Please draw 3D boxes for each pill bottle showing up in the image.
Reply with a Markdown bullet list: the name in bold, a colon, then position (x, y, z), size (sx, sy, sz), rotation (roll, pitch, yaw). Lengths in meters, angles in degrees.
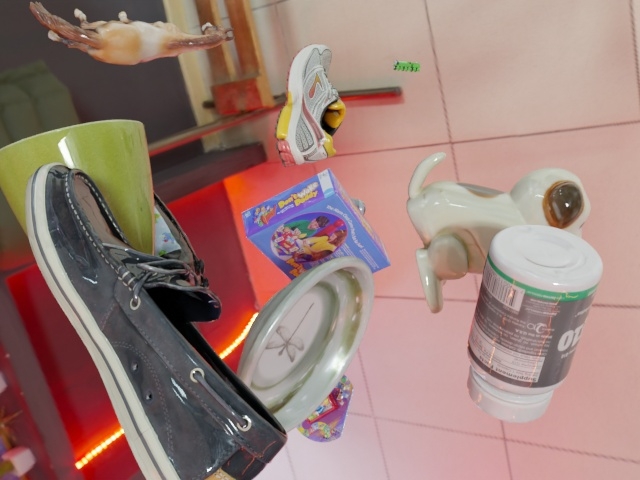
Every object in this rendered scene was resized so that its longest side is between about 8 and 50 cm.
- **pill bottle**: position (0.401, 0.168, 1.283), size (0.204, 0.204, 0.361), rotation (22, 127, 27)

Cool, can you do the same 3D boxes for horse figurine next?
- **horse figurine**: position (-0.282, -0.303, 0.968), size (0.174, 0.263, 0.066), rotation (29, 119, 32)

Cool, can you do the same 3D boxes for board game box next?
- **board game box**: position (-0.003, 0.372, 1.495), size (0.133, 0.033, 0.169), rotation (12, 80, 26)
- **board game box**: position (0.000, 0.000, 1.592), size (0.233, 0.347, 0.078), rotation (-25, 52, 12)

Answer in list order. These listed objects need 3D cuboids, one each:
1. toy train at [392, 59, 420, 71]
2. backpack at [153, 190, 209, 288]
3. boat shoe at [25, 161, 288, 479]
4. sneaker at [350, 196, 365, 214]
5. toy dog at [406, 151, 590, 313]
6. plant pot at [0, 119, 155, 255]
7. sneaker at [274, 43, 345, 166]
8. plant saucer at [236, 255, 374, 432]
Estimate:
- **toy train**: position (0.207, -0.417, 1.571), size (0.017, 0.083, 0.024), rotation (11, 103, 53)
- **backpack**: position (-0.449, -0.007, 1.575), size (0.290, 0.273, 0.356), rotation (101, 148, -70)
- **boat shoe**: position (-0.206, 0.088, 0.806), size (0.156, 0.187, 0.500), rotation (-35, 68, 0)
- **sneaker**: position (0.034, -0.043, 1.941), size (0.224, 0.098, 0.083), rotation (-55, 31, 18)
- **toy dog**: position (0.435, -0.046, 1.586), size (0.407, 0.284, 0.396), rotation (-14, 93, 16)
- **plant pot**: position (-0.413, -0.036, 1.195), size (0.274, 0.274, 0.294), rotation (-15, 93, 40)
- **sneaker**: position (-0.002, -0.205, 0.990), size (0.092, 0.225, 0.088), rotation (-1, 150, 14)
- **plant saucer**: position (-0.046, 0.196, 1.293), size (0.100, 0.400, 0.401), rotation (30, 126, 28)
